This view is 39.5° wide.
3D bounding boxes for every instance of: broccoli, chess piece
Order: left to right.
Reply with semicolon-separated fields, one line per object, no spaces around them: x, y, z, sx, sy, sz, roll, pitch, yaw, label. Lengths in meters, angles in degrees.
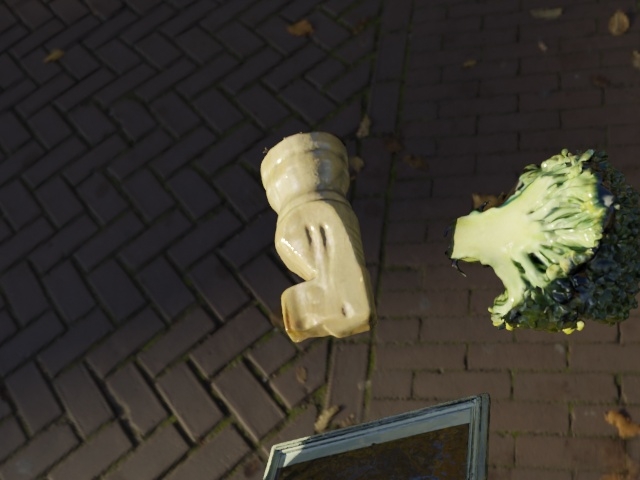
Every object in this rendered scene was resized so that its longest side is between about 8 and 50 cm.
0.000;0.000;1.218;0.137;0.137;0.300;-18;54;7;chess piece
0.305;0.017;1.120;0.273;0.180;0.242;-15;57;58;broccoli

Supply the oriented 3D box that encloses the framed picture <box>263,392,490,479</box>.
0.040;0.278;0.946;0.293;0.018;0.231;-21;32;27;framed picture
